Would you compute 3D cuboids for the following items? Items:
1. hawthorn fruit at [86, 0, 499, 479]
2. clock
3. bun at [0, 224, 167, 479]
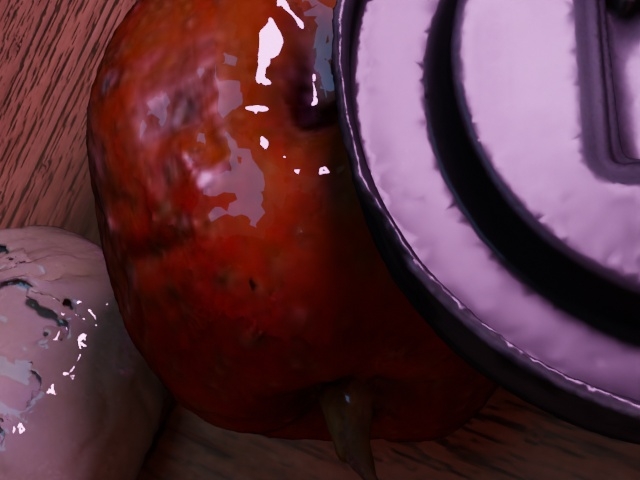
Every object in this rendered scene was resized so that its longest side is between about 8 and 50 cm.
[{"bbox_3d":[-0.001,-0.021,0.866,0.258,0.258,0.261,11,99,45],"label":"hawthorn fruit"},{"bbox_3d":[0.165,-0.066,0.724,0.325,0.067,0.325,0,69,-1],"label":"clock"},{"bbox_3d":[-0.235,0.105,1.069,0.287,0.146,0.287,-23,52,34],"label":"bun"}]
